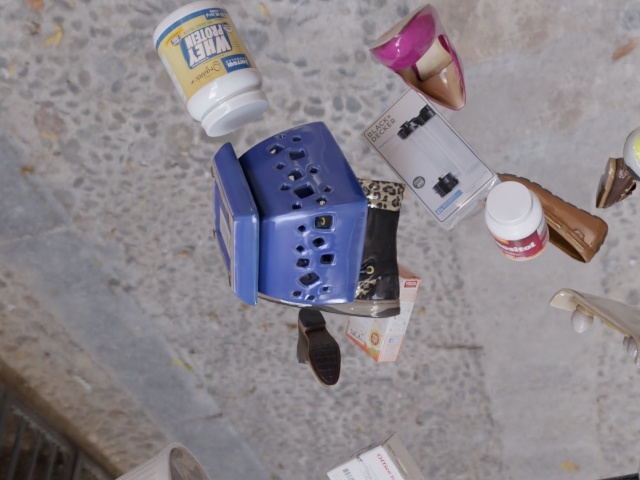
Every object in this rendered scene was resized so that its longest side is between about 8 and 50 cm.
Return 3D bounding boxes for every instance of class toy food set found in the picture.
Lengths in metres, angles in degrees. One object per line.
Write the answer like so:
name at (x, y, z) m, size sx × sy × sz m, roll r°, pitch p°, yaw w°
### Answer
toy food set at (0.682, 0.213, 1.728) m, size 0.220 × 0.306 × 0.092 m, roll 14°, pitch 106°, yaw -25°

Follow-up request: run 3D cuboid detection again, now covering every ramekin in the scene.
ramekin at (-0.251, 0.497, 1.307) m, size 0.135 × 0.277 × 0.277 m, roll -26°, pitch 138°, yaw -2°

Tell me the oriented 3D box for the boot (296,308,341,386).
boot at (-0.006, 0.270, 1.825) m, size 0.082 × 0.219 × 0.106 m, roll -5°, pitch 138°, yaw -16°

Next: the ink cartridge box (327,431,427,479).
ink cartridge box at (0.093, 0.390, 1.278) m, size 0.135 × 0.099 × 0.056 m, roll -37°, pitch 173°, yaw 35°

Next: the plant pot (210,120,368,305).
plant pot at (-0.064, -0.036, 1.301) m, size 0.212 × 0.236 × 0.236 m, roll -8°, pitch 133°, yaw -16°

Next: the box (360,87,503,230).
box at (0.244, -0.184, 1.724) m, size 0.169 × 0.290 × 0.087 m, roll -42°, pitch 161°, yaw 12°

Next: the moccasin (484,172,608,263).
moccasin at (0.560, -0.059, 2.054) m, size 0.380 × 0.147 × 0.139 m, roll 33°, pitch 166°, yaw 21°

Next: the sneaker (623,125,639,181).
sneaker at (0.722, -0.170, 1.339) m, size 0.385 × 0.145 × 0.147 m, roll -3°, pitch 171°, yaw -3°

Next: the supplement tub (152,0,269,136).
supplement tub at (-0.188, -0.297, 1.347) m, size 0.144 × 0.199 × 0.144 m, roll -28°, pitch 174°, yaw -3°

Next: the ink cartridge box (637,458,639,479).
ink cartridge box at (0.540, 0.373, 1.005) m, size 0.122 × 0.289 × 0.211 m, roll -15°, pitch 136°, yaw 1°

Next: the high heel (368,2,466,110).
high heel at (0.194, -0.298, 1.331) m, size 0.127 × 0.377 × 0.181 m, roll -35°, pitch 93°, yaw 22°

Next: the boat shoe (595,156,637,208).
boat shoe at (0.624, -0.114, 1.622) m, size 0.073 × 0.073 × 0.207 m, roll 5°, pitch 167°, yaw 11°

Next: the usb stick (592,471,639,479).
usb stick at (0.532, 0.414, 1.298) m, size 0.077 × 0.045 × 0.278 m, roll 20°, pitch 145°, yaw -40°

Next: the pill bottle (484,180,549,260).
pill bottle at (0.297, -0.031, 1.179) m, size 0.086 × 0.086 × 0.152 m, roll -15°, pitch 155°, yaw 17°

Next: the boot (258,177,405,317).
boot at (0.000, 0.000, 1.615) m, size 0.378 × 0.284 × 0.138 m, roll 9°, pitch -175°, yaw 25°

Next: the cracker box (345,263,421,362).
cracker box at (0.155, 0.168, 1.944) m, size 0.067 × 0.156 × 0.232 m, roll 3°, pitch 110°, yaw -33°
